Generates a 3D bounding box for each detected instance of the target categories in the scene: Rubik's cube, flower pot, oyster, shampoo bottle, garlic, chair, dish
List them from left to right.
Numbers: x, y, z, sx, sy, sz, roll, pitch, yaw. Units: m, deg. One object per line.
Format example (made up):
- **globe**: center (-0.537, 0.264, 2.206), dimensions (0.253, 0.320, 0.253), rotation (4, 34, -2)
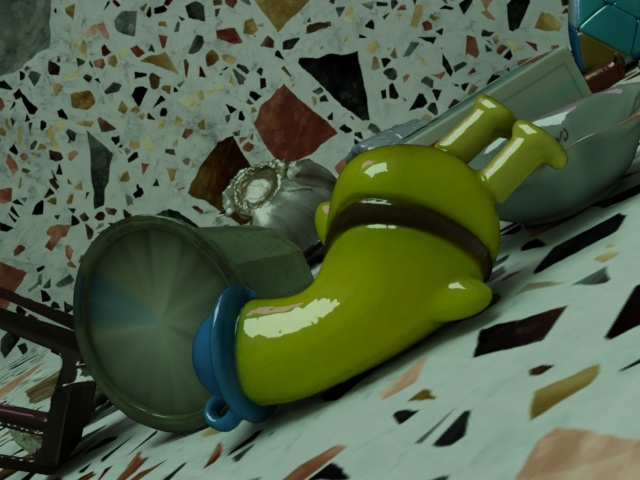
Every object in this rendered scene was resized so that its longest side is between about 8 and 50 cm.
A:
- **oyster**: center (-0.332, 0.236, 1.261), dimensions (0.200, 0.061, 0.106), rotation (-31, -12, -29)
- **chair**: center (-0.267, 0.178, 1.062), dimensions (0.327, 0.183, 0.175), rotation (15, 6, -1)
- **flower pot**: center (-0.109, 0.072, 0.941), dimensions (0.212, 0.212, 0.203), rotation (-27, -8, 29)
- **garlic**: center (-0.089, -0.029, 1.542), dimensions (0.257, 0.207, 0.207), rotation (-34, 2, 43)
- **shampoo bottle**: center (0.350, -0.204, 1.389), dimensions (0.244, 0.085, 0.085), rotation (-30, 6, 6)
- **dish**: center (0.232, -0.069, 0.889), dimensions (0.229, 0.081, 0.229), rotation (-28, 10, 5)
- **Rubik's cube**: center (0.517, -0.409, 1.664), dimensions (0.254, 0.254, 0.254), rotation (-30, 6, 4)

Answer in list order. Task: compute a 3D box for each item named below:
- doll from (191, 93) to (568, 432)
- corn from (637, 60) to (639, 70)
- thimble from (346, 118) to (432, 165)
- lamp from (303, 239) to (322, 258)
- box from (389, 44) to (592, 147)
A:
- **doll**: center (0.041, 0.026, 0.746), dimensions (0.363, 0.145, 0.199), rotation (-44, 41, -3)
- **corn**: center (0.536, -0.288, 1.413), dimensions (0.092, 0.037, 0.037), rotation (-29, 6, -1)
- **thimble**: center (0.107, -0.074, 1.160), dimensions (0.118, 0.127, 0.151), rotation (-25, -26, -23)
- **lamp**: center (0.027, 0.019, 1.313), dimensions (0.371, 0.108, 0.130), rotation (-45, 19, -1)
- **box**: center (0.210, -0.111, 1.076), dimensions (0.269, 0.135, 0.079), rotation (-33, 10, -18)
